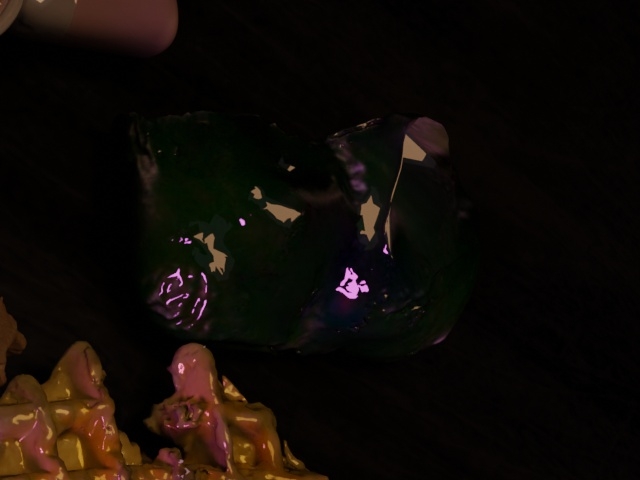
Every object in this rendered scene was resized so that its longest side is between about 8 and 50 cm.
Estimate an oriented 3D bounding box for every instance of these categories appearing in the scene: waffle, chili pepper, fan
[{"bbox_3d":[-0.091,0.183,1.008,0.261,0.056,0.250,49,49,-17],"label":"waffle"},{"bbox_3d":[0.007,-0.002,1.131,0.265,0.116,0.148,12,66,-35],"label":"chili pepper"},{"bbox_3d":[-0.188,-0.153,1.068,0.244,0.074,0.130,5,67,-39],"label":"fan"}]

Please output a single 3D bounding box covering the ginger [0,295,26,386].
[{"bbox_3d":[-0.227,0.012,0.977,0.173,0.051,0.069,54,43,-9],"label":"ginger"}]
